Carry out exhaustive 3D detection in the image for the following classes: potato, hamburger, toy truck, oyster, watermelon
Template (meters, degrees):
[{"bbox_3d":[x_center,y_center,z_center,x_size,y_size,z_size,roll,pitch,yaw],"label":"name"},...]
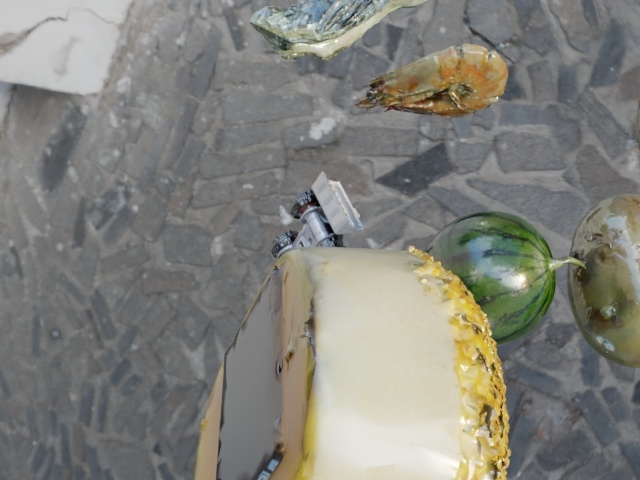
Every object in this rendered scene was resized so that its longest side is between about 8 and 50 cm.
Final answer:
[{"bbox_3d":[0.455,0.059,1.099,0.165,0.165,0.263,-12,73,30],"label":"potato"},{"bbox_3d":[0.023,0.141,0.534,0.276,0.179,0.294,-96,28,-46],"label":"hamburger"},{"bbox_3d":[0.000,0.000,1.295,0.136,0.111,0.286,63,145,24],"label":"toy truck"},{"bbox_3d":[0.061,-0.304,0.958,0.252,0.199,0.087,-15,102,26],"label":"oyster"},{"bbox_3d":[0.239,0.051,1.007,0.214,0.188,0.188,-12,87,35],"label":"watermelon"}]

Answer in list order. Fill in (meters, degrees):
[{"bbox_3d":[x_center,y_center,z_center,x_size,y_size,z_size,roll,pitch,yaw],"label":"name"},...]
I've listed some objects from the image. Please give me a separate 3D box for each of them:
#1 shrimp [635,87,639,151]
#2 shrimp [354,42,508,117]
[{"bbox_3d":[0.466,-0.164,0.966,0.051,0.217,0.150,12,128,-5],"label":"shrimp"},{"bbox_3d":[0.199,-0.279,1.354,0.294,0.154,0.062,-5,48,27],"label":"shrimp"}]
